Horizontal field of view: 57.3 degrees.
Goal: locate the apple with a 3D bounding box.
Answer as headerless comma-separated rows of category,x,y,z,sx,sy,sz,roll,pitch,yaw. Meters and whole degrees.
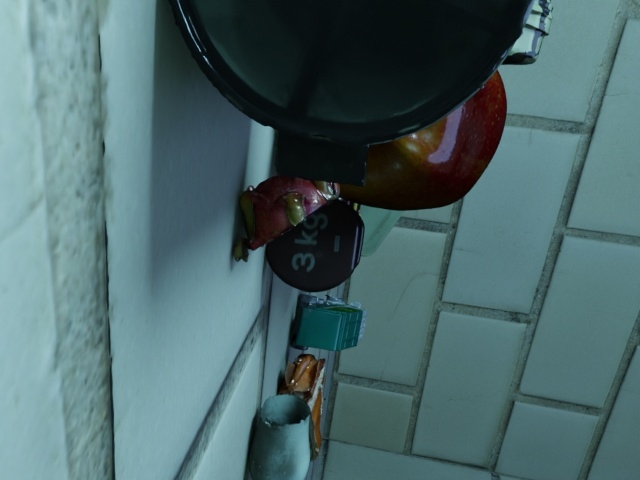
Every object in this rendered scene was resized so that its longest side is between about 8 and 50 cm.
apple,0.098,-0.176,0.798,0.317,0.288,0.288,-7,108,-67

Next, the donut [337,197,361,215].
donut,0.031,-0.055,1.212,0.269,0.103,0.270,10,90,-82

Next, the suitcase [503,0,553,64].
suitcase,0.182,-0.417,1.003,0.351,0.339,0.194,35,-64,61

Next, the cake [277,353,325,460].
cake,-0.037,0.350,1.220,0.135,0.098,0.288,-70,168,-60

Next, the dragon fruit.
dragon fruit,-0.043,-0.042,0.637,0.068,0.126,0.112,57,19,-4

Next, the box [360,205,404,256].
box,0.167,-0.181,1.481,0.352,0.177,0.344,-56,-175,28

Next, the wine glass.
wine glass,-0.069,0.363,0.946,0.103,0.103,0.222,-62,160,-72

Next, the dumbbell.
dumbbell,0.000,0.000,0.887,0.225,0.123,0.141,-1,101,-84

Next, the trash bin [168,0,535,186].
trash bin,0.033,-0.195,0.442,0.262,0.217,0.277,-60,161,-72

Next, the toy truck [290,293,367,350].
toy truck,0.020,0.180,1.266,0.253,0.124,0.114,10,91,-64
